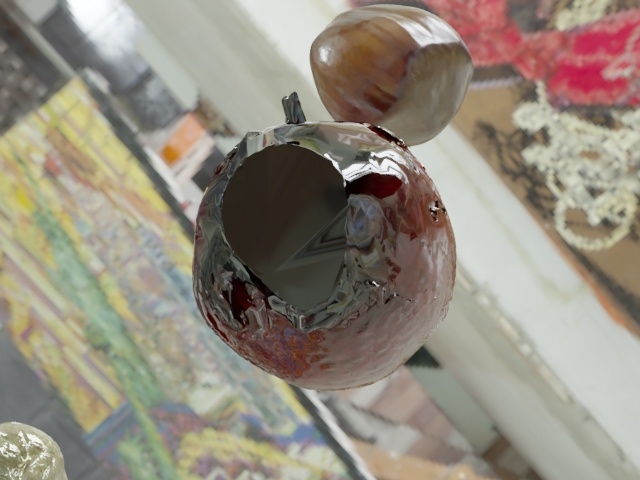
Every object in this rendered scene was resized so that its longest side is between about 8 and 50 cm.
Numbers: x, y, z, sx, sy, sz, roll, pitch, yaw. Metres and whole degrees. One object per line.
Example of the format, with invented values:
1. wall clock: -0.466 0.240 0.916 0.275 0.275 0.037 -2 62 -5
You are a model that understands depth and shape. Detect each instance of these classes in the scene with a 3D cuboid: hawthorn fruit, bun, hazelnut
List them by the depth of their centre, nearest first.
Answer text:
1. hawthorn fruit: 0.002 0.017 1.457 0.316 0.316 0.316 -39 14 11
2. bun: -0.406 0.333 1.833 0.193 0.128 0.178 17 -91 -70
3. hazelnut: 0.089 -0.214 1.866 0.210 0.186 0.210 -16 23 7
